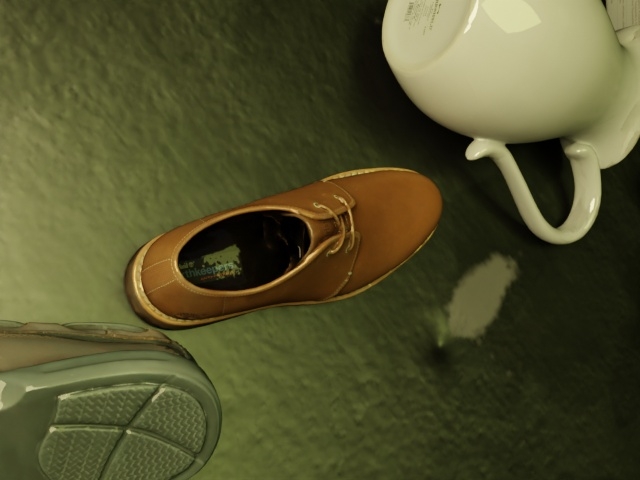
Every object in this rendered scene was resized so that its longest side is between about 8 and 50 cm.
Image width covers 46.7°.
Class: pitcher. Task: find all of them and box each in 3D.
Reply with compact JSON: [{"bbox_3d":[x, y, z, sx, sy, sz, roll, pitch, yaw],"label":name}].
[{"bbox_3d":[0.139,-0.097,0.505,0.207,0.125,0.178,13,88,-36],"label":"pitcher"}]

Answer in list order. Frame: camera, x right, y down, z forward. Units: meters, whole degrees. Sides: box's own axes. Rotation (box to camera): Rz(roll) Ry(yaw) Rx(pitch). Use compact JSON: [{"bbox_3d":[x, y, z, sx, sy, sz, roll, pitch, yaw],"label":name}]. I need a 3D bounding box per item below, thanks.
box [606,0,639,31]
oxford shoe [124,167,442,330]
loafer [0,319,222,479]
[{"bbox_3d":[0.307,-0.185,0.619,0.101,0.087,0.102,12,74,-25],"label":"box"},{"bbox_3d":[0.000,0.000,0.427,0.212,0.076,0.076,-20,87,-31],"label":"oxford shoe"},{"bbox_3d":[-0.182,0.076,0.325,0.267,0.084,0.096,3,108,-23],"label":"loafer"}]
